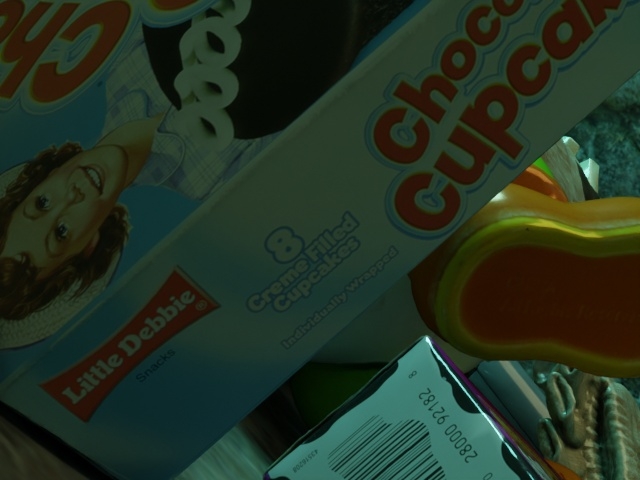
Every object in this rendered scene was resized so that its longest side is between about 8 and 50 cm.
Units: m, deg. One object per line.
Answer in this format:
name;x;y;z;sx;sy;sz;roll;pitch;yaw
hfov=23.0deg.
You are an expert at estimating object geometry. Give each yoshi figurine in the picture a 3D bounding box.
yoshi figurine;0.041;-0.002;0.681;0.203;0.204;0.362;65;-8;-30

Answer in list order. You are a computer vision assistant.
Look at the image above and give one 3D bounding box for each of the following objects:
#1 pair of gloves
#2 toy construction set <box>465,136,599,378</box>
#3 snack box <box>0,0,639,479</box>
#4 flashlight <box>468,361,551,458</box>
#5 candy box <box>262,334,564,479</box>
pair of gloves;0.139;0.051;0.826;0.204;0.042;0.240;36;40;-60
toy construction set;0.034;-0.034;0.955;0.328;0.151;0.215;24;15;-26
snack box;-0.047;-0.095;0.455;0.060;0.187;0.322;45;4;-40
flashlight;0.142;0.132;1.118;0.304;0.103;0.103;53;-40;16
candy box;0.089;0.148;0.419;0.159;0.071;0.233;46;3;-35
